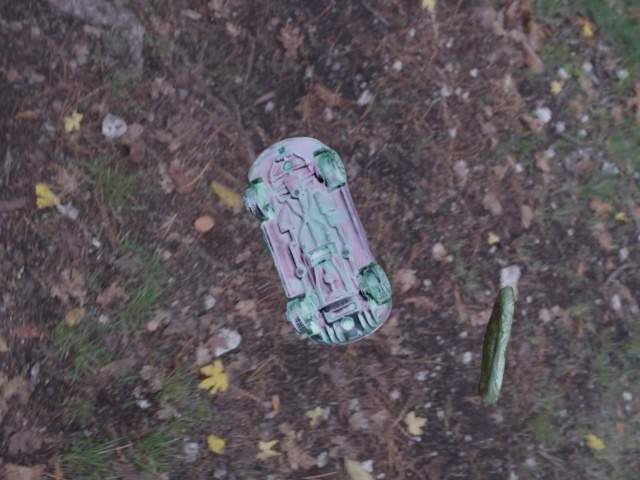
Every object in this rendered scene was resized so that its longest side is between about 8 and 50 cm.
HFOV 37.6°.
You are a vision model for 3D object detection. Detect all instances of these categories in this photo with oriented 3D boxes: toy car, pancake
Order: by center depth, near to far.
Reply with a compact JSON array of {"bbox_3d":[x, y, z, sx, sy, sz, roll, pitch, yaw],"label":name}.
[{"bbox_3d":[0.000,0.000,0.630,0.069,0.055,0.142,-24,78,15],"label":"toy car"},{"bbox_3d":[0.152,0.091,0.812,0.017,0.108,0.108,10,72,6],"label":"pancake"}]
